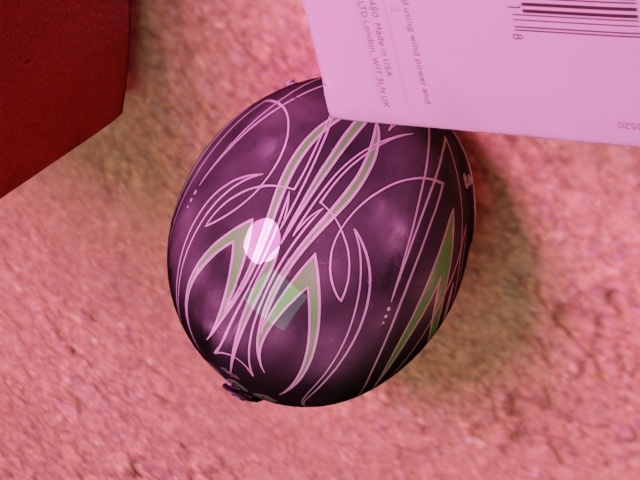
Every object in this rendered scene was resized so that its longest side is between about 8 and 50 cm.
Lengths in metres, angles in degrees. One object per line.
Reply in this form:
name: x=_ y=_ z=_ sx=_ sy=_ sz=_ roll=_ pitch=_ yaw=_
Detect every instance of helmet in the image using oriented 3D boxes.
helmet: x=0.000 y=0.000 z=0.835 sx=0.169 sy=0.169 sz=0.161 roll=30 pitch=155 yaw=11

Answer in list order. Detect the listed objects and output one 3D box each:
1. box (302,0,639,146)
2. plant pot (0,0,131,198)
box: x=0.084 y=-0.148 z=0.662 sx=0.182 sy=0.119 sz=0.181 roll=8 pitch=130 yaw=32
plant pot: x=-0.246 y=-0.173 z=0.796 sx=0.267 sy=0.267 sz=0.236 roll=30 pitch=126 yaw=11
